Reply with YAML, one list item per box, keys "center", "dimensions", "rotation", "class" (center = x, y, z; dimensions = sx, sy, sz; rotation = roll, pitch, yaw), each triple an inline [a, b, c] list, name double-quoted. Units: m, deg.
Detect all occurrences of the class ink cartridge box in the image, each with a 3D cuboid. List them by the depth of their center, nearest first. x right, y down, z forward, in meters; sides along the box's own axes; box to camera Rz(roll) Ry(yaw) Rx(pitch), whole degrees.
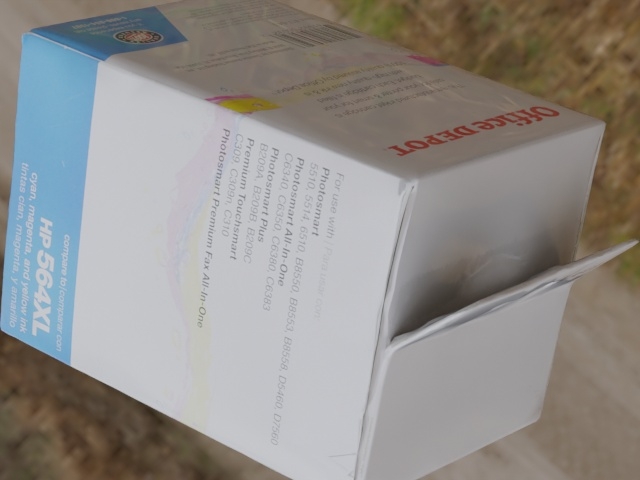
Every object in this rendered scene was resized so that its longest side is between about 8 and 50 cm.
- center: [0.000, 0.000, 0.510]
  dimensions: [0.143, 0.092, 0.090]
  rotation: [24, 116, 32]
  class: "ink cartridge box"
